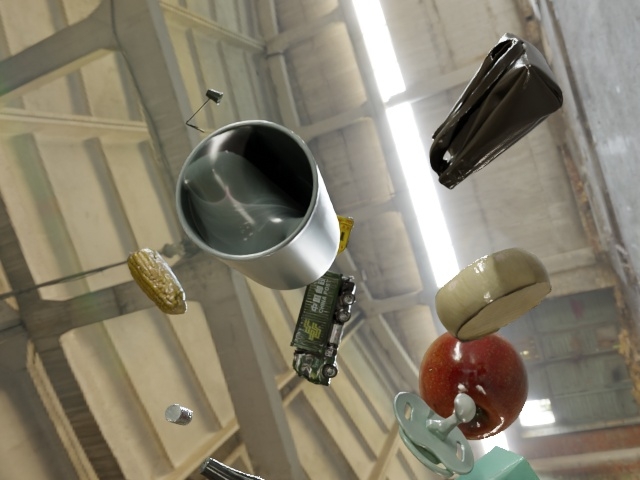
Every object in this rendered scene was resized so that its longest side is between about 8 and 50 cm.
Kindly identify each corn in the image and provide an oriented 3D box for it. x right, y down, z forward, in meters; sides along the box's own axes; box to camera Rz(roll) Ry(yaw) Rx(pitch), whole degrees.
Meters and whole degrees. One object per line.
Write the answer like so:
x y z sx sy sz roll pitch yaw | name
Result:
-0.444 0.107 1.510 0.261 0.097 0.097 42 -177 33 | corn

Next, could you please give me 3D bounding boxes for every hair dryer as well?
-0.139 0.500 0.992 0.195 0.075 0.219 36 -169 -12 | hair dryer

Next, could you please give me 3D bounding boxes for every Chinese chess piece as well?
0.371 0.120 1.199 0.249 0.249 0.103 36 -155 -57 | Chinese chess piece

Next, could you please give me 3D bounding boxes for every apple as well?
0.482 0.454 1.766 0.349 0.348 0.277 64 -155 -25 | apple

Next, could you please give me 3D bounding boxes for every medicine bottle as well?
-0.461 0.569 1.811 0.091 0.058 0.058 62 -160 -62 | medicine bottle

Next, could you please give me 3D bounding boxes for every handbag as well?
0.299 -0.233 1.002 0.113 0.257 0.285 34 -149 -9 | handbag

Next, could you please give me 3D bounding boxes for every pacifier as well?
0.179 0.271 0.810 0.150 0.117 0.127 42 -154 5 | pacifier

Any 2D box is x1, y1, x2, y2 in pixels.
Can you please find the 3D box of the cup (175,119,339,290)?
-0.081 -0.035 0.904 0.312 0.205 0.206 59 -159 -73 | cup

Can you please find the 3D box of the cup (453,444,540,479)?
0.230 0.442 0.872 0.134 0.235 0.148 68 164 1 | cup

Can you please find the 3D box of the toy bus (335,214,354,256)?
0.000 0.000 1.918 0.330 0.144 0.152 138 147 -70 | toy bus

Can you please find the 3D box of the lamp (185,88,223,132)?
-0.317 -0.359 1.514 0.121 0.054 0.041 -62 4 0 | lamp

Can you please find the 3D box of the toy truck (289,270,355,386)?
0.005 0.201 1.302 0.088 0.121 0.259 62 -138 -84 | toy truck
